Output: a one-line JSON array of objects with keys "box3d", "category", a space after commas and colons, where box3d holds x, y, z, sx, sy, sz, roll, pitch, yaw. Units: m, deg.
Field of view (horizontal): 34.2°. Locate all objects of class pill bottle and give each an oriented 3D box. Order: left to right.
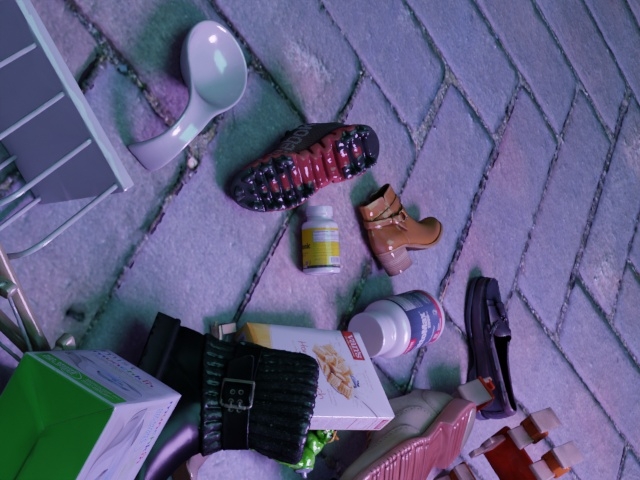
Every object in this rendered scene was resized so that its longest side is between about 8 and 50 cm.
[{"box3d": [0.000, 0.000, 1.785, 0.065, 0.065, 0.116, 5, 80, -49], "category": "pill bottle"}, {"box3d": [0.135, 0.156, 1.889, 0.180, 0.108, 0.108, -13, 94, -50], "category": "pill bottle"}]

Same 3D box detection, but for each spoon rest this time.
[{"box3d": [-0.188, -0.223, 1.583, 0.137, 0.084, 0.276, 50, 50, -33], "category": "spoon rest"}]

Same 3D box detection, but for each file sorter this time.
[{"box3d": [-0.400, -0.132, 1.237, 0.173, 0.193, 0.277, -45, 118, -40], "category": "file sorter"}]

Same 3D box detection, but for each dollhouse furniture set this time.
[{"box3d": [0.345, 0.395, 2.009, 0.135, 0.262, 0.259, -3, 55, -52], "category": "dollhouse furniture set"}]

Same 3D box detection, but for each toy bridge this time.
[{"box3d": [-0.151, 0.217, 1.603, 0.063, 0.026, 0.188, -7, 89, -49], "category": "toy bridge"}]

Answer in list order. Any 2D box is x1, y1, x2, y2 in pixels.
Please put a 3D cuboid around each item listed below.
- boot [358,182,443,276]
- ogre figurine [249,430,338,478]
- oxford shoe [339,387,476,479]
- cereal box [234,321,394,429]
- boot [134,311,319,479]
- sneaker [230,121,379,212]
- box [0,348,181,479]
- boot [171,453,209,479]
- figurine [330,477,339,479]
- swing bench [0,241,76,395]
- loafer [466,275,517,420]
[{"box3d": [0.155, -0.042, 1.974, 0.197, 0.073, 0.152, -43, 112, -47], "category": "boot"}, {"box3d": [-0.035, 0.294, 1.682, 0.118, 0.097, 0.197, 49, 20, -15], "category": "ogre figurine"}, {"box3d": [0.125, 0.369, 1.827, 0.397, 0.147, 0.140, -19, 124, -54], "category": "oxford shoe"}, {"box3d": [-0.009, 0.218, 1.660, 0.240, 0.047, 0.173, 8, 46, -38], "category": "cereal box"}, {"box3d": [-0.151, 0.278, 1.418, 0.260, 0.131, 0.348, 21, 63, -8], "category": "boot"}, {"box3d": [-0.041, -0.126, 1.735, 0.276, 0.135, 0.097, -25, 118, -25], "category": "sneaker"}, {"box3d": [-0.305, 0.263, 1.184, 0.262, 0.127, 0.231, -61, 168, -1], "category": "box"}, {"box3d": [-0.182, 0.319, 1.540, 0.087, 0.042, 0.118, -25, 104, -51], "category": "boot"}, {"box3d": [0.089, 0.512, 1.803, 0.215, 0.092, 0.209, 10, 73, -50], "category": "figurine"}, {"box3d": [-0.430, 0.155, 1.175, 0.253, 0.165, 0.254, -53, 123, -41], "category": "swing bench"}, {"box3d": [0.368, 0.222, 2.164, 0.109, 0.095, 0.302, 14, 73, -48], "category": "loafer"}]
